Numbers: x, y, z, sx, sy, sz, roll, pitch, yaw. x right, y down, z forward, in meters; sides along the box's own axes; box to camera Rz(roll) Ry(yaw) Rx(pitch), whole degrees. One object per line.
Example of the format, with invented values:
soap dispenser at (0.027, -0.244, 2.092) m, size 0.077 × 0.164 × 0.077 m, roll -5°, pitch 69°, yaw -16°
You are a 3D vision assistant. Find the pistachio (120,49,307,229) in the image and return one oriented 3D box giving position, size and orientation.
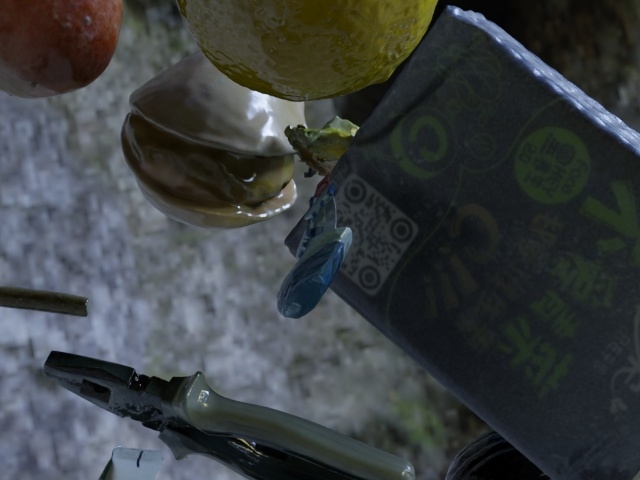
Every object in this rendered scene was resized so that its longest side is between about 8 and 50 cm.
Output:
pistachio at (-0.125, -0.124, 2.054) m, size 0.238 × 0.229 × 0.321 m, roll 15°, pitch 19°, yaw -3°

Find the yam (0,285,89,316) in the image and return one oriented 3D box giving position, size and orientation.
yam at (-0.267, 0.053, 1.515) m, size 0.116 × 0.021 × 0.021 m, roll 8°, pitch -10°, yaw 1°

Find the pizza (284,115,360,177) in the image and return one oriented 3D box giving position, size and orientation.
pizza at (0.095, -0.086, 1.966) m, size 0.287 × 0.075 × 0.280 m, roll 24°, pitch -15°, yaw -22°

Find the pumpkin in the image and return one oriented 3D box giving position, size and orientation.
pumpkin at (0.272, 0.314, 1.946) m, size 0.248 × 0.248 × 0.248 m, roll -12°, pitch -10°, yaw -2°

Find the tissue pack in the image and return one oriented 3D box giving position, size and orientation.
tissue pack at (0.195, 0.017, 1.500) m, size 0.288 × 0.394 × 0.124 m, roll -56°, pitch -18°, yaw 18°

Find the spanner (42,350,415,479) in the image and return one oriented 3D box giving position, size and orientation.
spanner at (-0.079, 0.158, 1.384) m, size 0.325 × 0.040 × 0.096 m, roll 20°, pitch -40°, yaw 6°

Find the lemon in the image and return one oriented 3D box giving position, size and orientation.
lemon at (-0.021, -0.316, 1.800) m, size 0.336 × 0.336 × 0.336 m, roll -12°, pitch -10°, yaw -2°

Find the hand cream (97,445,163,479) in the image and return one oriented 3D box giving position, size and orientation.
hand cream at (-0.242, 0.332, 1.688) m, size 0.059 × 0.276 × 0.095 m, roll 29°, pitch 3°, yaw 28°

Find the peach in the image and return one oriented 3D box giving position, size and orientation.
peach at (-0.343, -0.287, 1.996) m, size 0.232 × 0.232 × 0.232 m, roll -12°, pitch -10°, yaw -2°

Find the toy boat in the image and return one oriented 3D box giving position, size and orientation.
toy boat at (0.003, 0.000, 1.418) m, size 0.034 × 0.149 × 0.105 m, roll 30°, pitch -29°, yaw -15°
